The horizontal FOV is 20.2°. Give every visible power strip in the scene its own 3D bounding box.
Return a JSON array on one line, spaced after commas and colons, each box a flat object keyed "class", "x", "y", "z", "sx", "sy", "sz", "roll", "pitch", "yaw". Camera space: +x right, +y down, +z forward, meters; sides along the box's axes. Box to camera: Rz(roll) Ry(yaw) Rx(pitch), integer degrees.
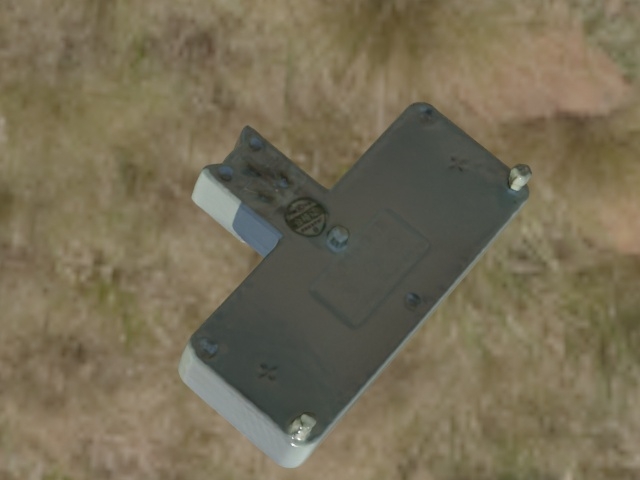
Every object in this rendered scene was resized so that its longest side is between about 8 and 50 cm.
[{"class": "power strip", "x": 0.000, "y": 0.000, "z": 0.969, "sx": 0.145, "sy": 0.215, "sz": 0.061, "roll": 38, "pitch": 150, "yaw": 7}]
